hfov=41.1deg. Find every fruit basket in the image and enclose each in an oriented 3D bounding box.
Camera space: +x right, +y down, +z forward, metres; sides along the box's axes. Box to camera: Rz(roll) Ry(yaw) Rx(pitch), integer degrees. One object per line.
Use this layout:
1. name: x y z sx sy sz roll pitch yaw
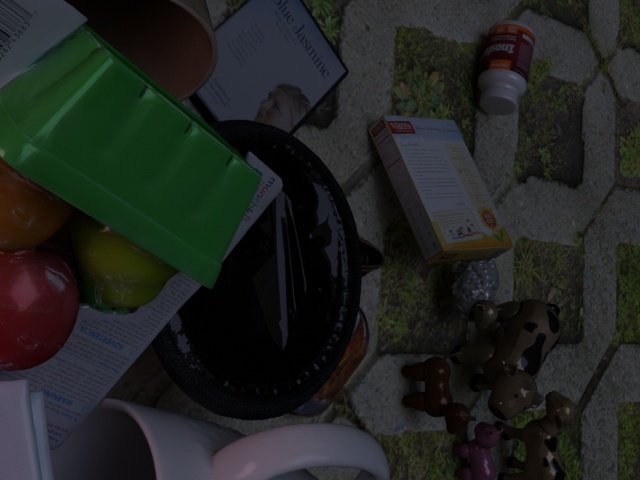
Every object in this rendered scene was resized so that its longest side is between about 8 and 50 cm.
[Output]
1. fruit basket: -0.242 0.000 0.728 0.353 0.165 0.327 -45 134 8

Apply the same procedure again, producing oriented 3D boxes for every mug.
1. mug: -0.092 0.306 0.885 0.328 0.374 0.276 27 30 -41

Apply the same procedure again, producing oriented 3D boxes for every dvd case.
1. dvd case: -0.075 -0.236 1.192 0.180 0.022 0.253 53 54 -22

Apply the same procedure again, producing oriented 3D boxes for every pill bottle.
1. pill bottle: 0.324 -0.301 1.500 0.086 0.086 0.152 28 66 -35

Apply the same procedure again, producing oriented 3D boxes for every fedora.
1. fedora: -0.102 0.035 0.988 0.334 0.152 0.334 7 79 -39

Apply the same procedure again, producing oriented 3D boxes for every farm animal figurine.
1. farm animal figurine: 0.306 0.227 1.354 0.330 0.172 0.327 37 61 -31

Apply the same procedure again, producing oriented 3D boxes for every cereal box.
1. cereal box: 0.186 -0.082 1.324 0.173 0.047 0.240 -2 62 -41

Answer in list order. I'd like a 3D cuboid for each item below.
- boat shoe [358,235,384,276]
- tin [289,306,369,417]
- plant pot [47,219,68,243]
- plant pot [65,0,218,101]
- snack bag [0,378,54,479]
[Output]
1. boat shoe: 0.000 0.000 1.191 0.207 0.073 0.073 18 74 -36
2. tin: -0.002 0.160 1.191 0.190 0.040 0.106 -49 119 -34
3. plant pot: -0.328 -0.078 0.854 0.188 0.205 0.205 18 72 -54
4. plant pot: -0.250 -0.313 0.929 0.256 0.256 0.274 10 64 -39
5. snack bag: -0.379 0.301 0.710 0.342 0.037 0.323 -10 86 1
